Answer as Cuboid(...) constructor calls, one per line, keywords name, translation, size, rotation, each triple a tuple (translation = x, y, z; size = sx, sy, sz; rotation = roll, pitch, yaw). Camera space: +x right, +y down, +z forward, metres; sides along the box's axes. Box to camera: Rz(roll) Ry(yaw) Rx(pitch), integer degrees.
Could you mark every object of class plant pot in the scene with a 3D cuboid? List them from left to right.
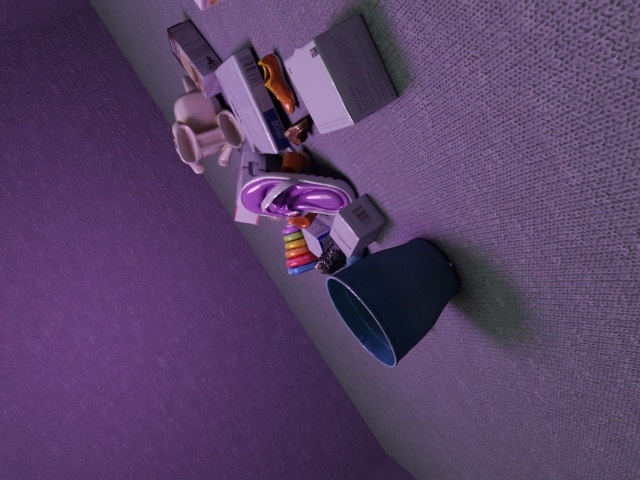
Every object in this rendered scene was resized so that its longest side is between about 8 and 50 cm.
Cuboid(name="plant pot", translation=(0.194, 0.133, 1.201), size=(0.271, 0.255, 0.271), rotation=(49, 163, 21))

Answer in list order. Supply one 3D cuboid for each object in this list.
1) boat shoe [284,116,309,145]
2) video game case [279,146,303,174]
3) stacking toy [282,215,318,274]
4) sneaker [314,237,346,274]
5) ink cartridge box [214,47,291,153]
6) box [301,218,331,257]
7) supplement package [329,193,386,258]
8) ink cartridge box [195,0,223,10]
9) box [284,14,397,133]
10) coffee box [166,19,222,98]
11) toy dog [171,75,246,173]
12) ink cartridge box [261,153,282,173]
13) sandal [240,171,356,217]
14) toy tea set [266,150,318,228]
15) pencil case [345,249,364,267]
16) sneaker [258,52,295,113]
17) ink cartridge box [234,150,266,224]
Cuboid(name="boat shoe", translation=(-0.060, -0.322, 1.409), size=(0.060, 0.064, 0.178), rotation=(54, 171, -10))
Cuboid(name="video game case", translation=(-0.114, -0.304, 1.672), size=(0.166, 0.015, 0.119), rotation=(52, 163, 13))
Cuboid(name="stacking toy", translation=(-0.096, -0.018, 1.991), size=(0.175, 0.166, 0.301), rotation=(180, 73, -75))
Cuboid(name="sneaker", translation=(0.044, 0.051, 1.704), size=(0.087, 0.130, 0.227), rotation=(47, 159, 24))
Cuboid(name="ink cartridge box", translation=(-0.234, -0.456, 1.607), size=(0.323, 0.072, 0.330), rotation=(65, 166, -20))
Cuboid(name="box", translation=(0.000, 0.000, 1.828), size=(0.137, 0.072, 0.126), rotation=(39, 156, 47))
Cuboid(name="supplement package", translation=(0.106, -0.038, 1.393), size=(0.105, 0.105, 0.179), rotation=(51, 164, 13))
Cuboid(name="ink cartridge box", translation=(-0.288, -0.676, 1.224), size=(0.089, 0.143, 0.092), rotation=(54, 164, 7))
Cuboid(name="box", translation=(0.037, -0.337, 0.990), size=(0.181, 0.119, 0.181), rotation=(61, 164, -17))
Cuboid(name="coffee box", translation=(-0.465, -0.684, 1.793), size=(0.246, 0.098, 0.141), rotation=(53, 163, 10))
Cuboid(name="toy dog", translation=(-0.550, -0.489, 2.104), size=(0.395, 0.285, 0.408), rotation=(60, 165, -10))
Cuboid(name="ink cartridge box", translation=(-0.208, -0.239, 1.859), size=(0.127, 0.072, 0.175), rotation=(49, 143, 13))
Cuboid(name="sandal", translation=(-0.096, -0.126, 1.466), size=(0.417, 0.102, 0.169), rotation=(-2, 131, 30))
Cuboid(name="toy tea set", translation=(-0.075, -0.180, 1.638), size=(0.200, 0.124, 0.336), rotation=(23, 142, -4))
Cuboid(name="pencil case", translation=(0.117, 0.059, 1.618), size=(0.151, 0.065, 0.070), rotation=(87, -175, -59))
Cuboid(name="sneaker", translation=(-0.125, -0.440, 1.352), size=(0.064, 0.067, 0.175), rotation=(26, 148, 57))
Cuboid(name="ink cartridge box", translation=(-0.252, -0.192, 1.707), size=(0.158, 0.092, 0.217), rotation=(113, 160, -45))
